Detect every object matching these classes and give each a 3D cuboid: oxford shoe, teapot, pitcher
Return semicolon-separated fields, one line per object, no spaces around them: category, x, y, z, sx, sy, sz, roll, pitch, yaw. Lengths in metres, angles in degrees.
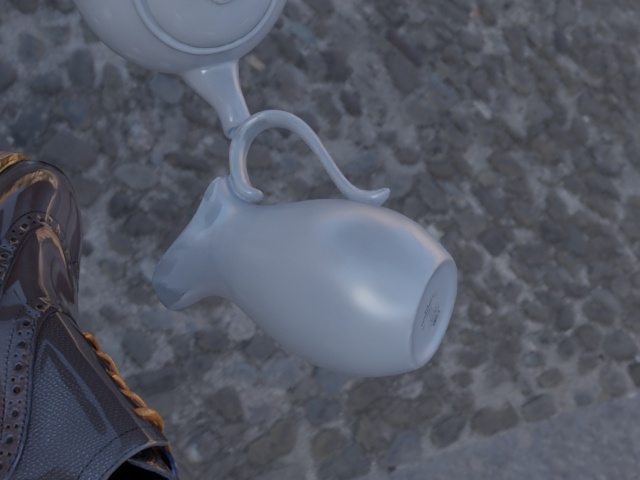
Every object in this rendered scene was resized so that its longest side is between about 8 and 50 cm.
oxford shoe;-0.129;0.095;0.560;0.133;0.130;0.364;-10;50;6
teapot;-0.127;-0.276;1.151;0.256;0.252;0.187;31;7;-31
pitcher;0.000;0.000;0.872;0.125;0.207;0.178;31;78;-65
